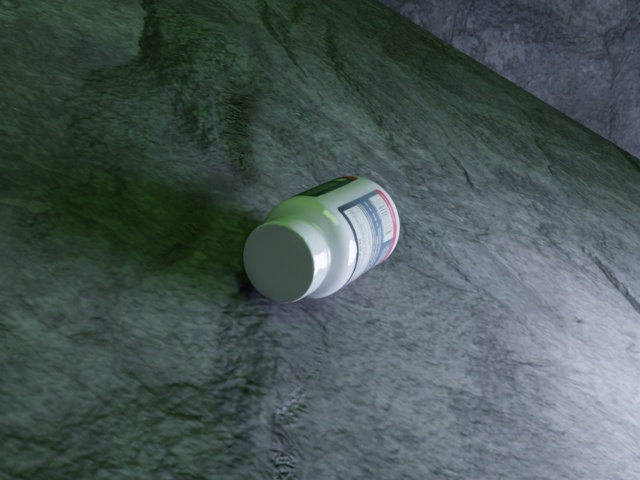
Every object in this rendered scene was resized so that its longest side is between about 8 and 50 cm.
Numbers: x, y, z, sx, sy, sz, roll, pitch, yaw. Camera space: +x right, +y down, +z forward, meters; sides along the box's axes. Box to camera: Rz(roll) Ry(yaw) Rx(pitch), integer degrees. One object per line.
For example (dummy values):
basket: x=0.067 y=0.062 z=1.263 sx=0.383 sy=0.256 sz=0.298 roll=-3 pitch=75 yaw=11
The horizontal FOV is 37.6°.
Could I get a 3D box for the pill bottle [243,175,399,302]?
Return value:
pill bottle: x=0.000 y=0.000 z=0.974 sx=0.108 sy=0.108 sz=0.180 roll=36 pitch=28 yaw=16
